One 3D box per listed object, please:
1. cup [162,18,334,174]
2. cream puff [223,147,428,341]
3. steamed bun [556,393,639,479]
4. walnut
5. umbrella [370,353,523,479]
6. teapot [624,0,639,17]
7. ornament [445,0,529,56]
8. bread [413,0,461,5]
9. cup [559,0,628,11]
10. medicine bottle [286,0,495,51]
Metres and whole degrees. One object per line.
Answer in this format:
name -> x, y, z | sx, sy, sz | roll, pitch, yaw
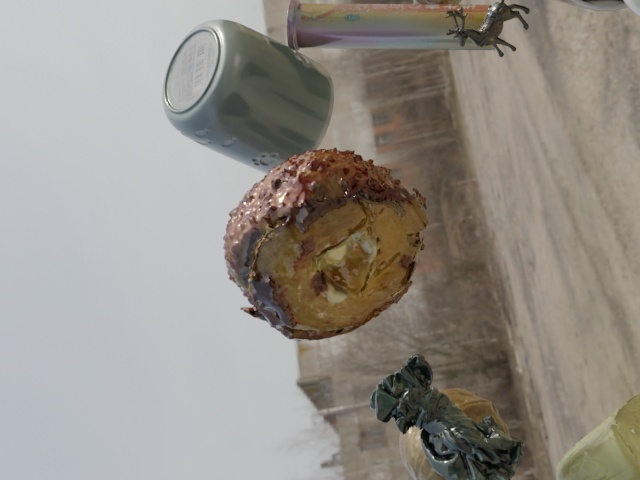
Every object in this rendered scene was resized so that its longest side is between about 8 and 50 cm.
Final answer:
cup -> -0.188, -0.306, 1.712 | 0.274, 0.356, 0.260 | 20, -91, -43
cream puff -> -0.004, -0.001, 1.369 | 0.229, 0.350, 0.350 | 51, 164, 50
steamed bun -> 0.590, 0.421, 1.582 | 0.273, 0.232, 0.166 | -11, -128, -48
walnut -> 0.272, 0.408, 1.663 | 0.228, 0.227, 0.228 | -12, -90, -82
umbrella -> 0.250, 0.357, 1.501 | 0.349, 0.143, 0.094 | 41, -177, 19
teapot -> 0.454, -0.368, 1.017 | 0.139, 0.204, 0.298 | -28, -93, -48
ornament -> 0.208, -0.275, 1.041 | 0.028, 0.125, 0.073 | 54, 127, 46
bread -> 0.289, -0.616, 1.884 | 0.181, 0.096, 0.222 | -53, -18, -23
cup -> 0.404, -0.493, 1.329 | 0.317, 0.212, 0.212 | -109, 3, -68
medicine bottle -> 0.148, -0.442, 1.708 | 0.108, 0.425, 0.108 | 2, -90, -83
